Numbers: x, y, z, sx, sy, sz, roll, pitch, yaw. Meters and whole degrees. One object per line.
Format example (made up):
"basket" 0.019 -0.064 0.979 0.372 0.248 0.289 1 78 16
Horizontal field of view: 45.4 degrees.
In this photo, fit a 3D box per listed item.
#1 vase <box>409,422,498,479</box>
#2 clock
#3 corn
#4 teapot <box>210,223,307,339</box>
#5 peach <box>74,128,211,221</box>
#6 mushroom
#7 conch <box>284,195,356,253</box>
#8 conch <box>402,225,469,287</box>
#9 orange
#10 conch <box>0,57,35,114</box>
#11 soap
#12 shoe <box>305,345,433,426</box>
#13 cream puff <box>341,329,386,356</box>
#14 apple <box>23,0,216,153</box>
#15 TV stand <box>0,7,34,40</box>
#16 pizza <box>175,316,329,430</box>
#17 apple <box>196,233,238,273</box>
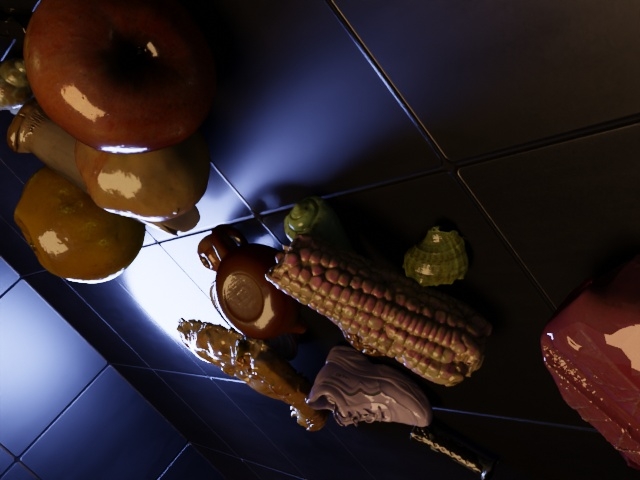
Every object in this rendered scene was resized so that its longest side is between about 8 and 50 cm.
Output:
"vase" 0.256 0.403 1.471 0.167 0.059 0.059 27 150 25
"clock" -0.147 0.174 1.659 0.244 0.056 0.244 32 153 19
"corn" 0.085 0.095 1.110 0.335 0.126 0.126 29 153 1
"teapot" -0.114 0.072 1.404 0.178 0.135 0.252 -42 76 30
"peach" -0.283 -0.117 1.239 0.233 0.232 0.232 31 152 19
"mushroom" -0.412 -0.150 1.441 0.407 0.137 0.154 27 163 13
"conch" 0.000 0.000 1.191 0.106 0.079 0.170 27 156 54
"conch" 0.161 0.026 1.043 0.089 0.074 0.121 9 134 -7
"orange" -0.508 -0.040 1.611 0.279 0.235 0.279 34 151 22
"conch" -0.613 -0.303 1.510 0.116 0.106 0.173 29 167 6
"soap" 0.393 0.165 0.860 0.325 0.127 0.220 43 152 -2
"shoe" 0.090 0.303 1.453 0.245 0.137 0.095 25 154 29
"cream puff" 0.089 0.132 1.233 0.126 0.103 0.144 46 155 -13
"apple" -0.267 -0.232 1.027 0.254 0.253 0.253 31 152 19
"TV stand" -0.539 -0.382 1.352 0.249 0.042 0.036 18 148 38
"pizza" -0.127 0.296 1.692 0.435 0.080 0.392 33 162 -8
"apple" -0.196 0.024 1.483 0.084 0.071 0.084 31 144 26
